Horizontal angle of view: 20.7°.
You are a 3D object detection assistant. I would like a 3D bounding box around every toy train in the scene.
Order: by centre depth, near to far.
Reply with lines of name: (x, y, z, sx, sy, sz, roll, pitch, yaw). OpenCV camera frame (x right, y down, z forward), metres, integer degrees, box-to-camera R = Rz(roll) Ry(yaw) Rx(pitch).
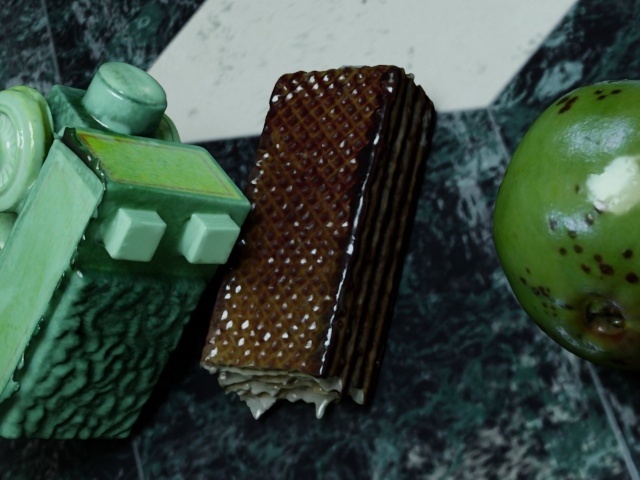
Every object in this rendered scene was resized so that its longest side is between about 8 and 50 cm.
toy train: (-0.176, 0.012, 1.241, 0.188, 0.159, 0.272, 50, 120, 39)

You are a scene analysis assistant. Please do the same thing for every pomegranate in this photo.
pomegranate: (0.206, -0.031, 1.050, 0.181, 0.181, 0.224, 11, 50, 37)

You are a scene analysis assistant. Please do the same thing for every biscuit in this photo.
biscuit: (0.000, 0.000, 1.219, 0.106, 0.070, 0.252, 0, 66, 34)
